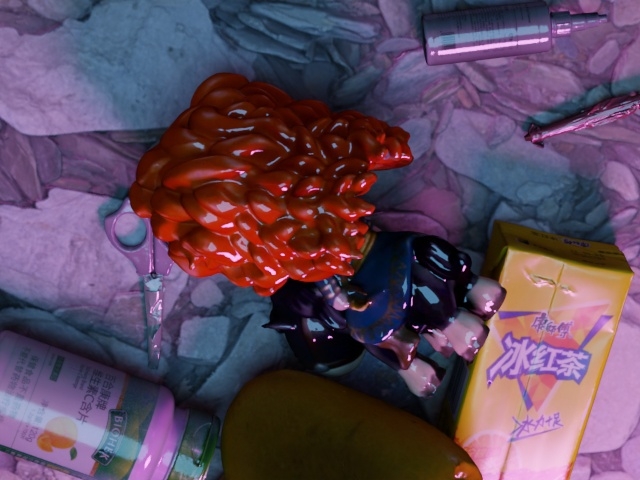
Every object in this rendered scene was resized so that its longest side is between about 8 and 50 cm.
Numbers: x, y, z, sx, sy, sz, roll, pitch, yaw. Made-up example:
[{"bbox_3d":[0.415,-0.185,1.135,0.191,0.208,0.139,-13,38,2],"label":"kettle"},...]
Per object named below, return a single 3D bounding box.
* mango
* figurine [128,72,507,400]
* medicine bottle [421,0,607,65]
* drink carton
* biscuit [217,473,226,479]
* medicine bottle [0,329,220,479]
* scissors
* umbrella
[{"bbox_3d":[0.031,0.284,1.712,0.365,0.182,0.253,40,103,22],"label":"mango"},{"bbox_3d":[0.003,0.007,1.659,0.412,0.306,0.241,49,61,-30],"label":"figurine"},{"bbox_3d":[0.209,-0.227,1.679,0.199,0.057,0.057,-8,109,0],"label":"medicine bottle"},{"bbox_3d":[0.232,0.166,1.786,0.154,0.111,0.351,12,107,-6],"label":"drink carton"},{"bbox_3d":[-0.046,0.392,1.879,0.376,0.051,0.269,-3,107,-4],"label":"biscuit"},{"bbox_3d":[-0.256,0.206,1.770,0.274,0.133,0.133,21,107,-10],"label":"medicine bottle"},{"bbox_3d":[-0.191,0.052,1.779,0.110,0.021,0.212,2,108,0],"label":"scissors"},{"bbox_3d":[0.305,-0.139,1.729,0.165,0.025,0.027,-18,127,7],"label":"umbrella"}]
